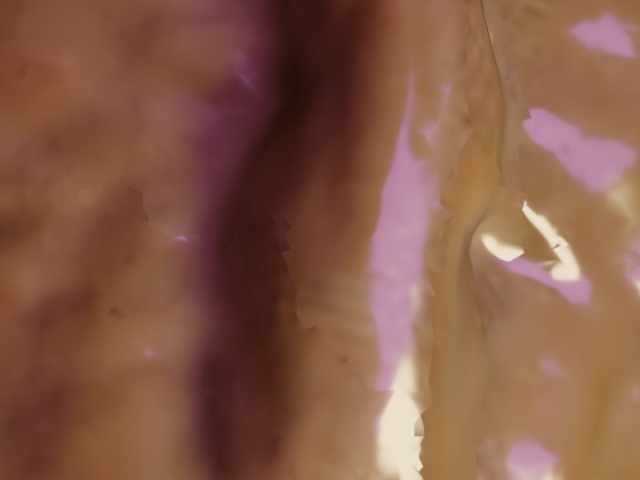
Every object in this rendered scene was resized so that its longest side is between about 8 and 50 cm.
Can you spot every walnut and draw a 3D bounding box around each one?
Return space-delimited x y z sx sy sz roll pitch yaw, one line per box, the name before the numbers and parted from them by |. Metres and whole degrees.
walnut | 0.000 0.000 0.552 0.381 0.381 0.381 -3 95 -31
